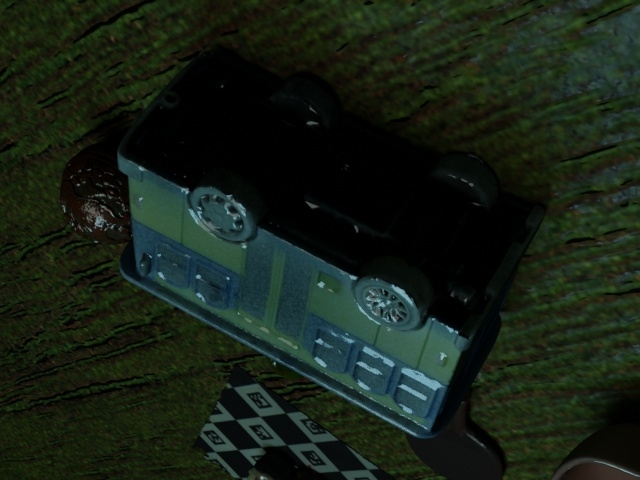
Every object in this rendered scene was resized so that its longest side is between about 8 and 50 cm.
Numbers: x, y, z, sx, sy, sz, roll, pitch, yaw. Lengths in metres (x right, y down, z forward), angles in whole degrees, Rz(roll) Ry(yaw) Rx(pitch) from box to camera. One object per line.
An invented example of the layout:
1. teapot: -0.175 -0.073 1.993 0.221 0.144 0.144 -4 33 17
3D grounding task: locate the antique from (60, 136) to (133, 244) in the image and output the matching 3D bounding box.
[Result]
1. antique: -0.194 -0.043 1.219 0.104 0.104 0.104 24 145 18

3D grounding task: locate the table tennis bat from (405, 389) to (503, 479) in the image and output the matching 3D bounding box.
1. table tennis bat: 0.108 0.228 1.264 0.107 0.119 0.170 22 146 20

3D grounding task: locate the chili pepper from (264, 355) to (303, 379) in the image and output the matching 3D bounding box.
1. chili pepper: -0.068 0.048 1.242 0.073 0.072 0.204 -23 113 42

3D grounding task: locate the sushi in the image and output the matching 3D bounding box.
1. sushi: -0.024 0.296 1.528 0.290 0.050 0.264 35 147 2

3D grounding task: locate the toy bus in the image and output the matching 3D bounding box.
1. toy bus: 0.000 0.000 1.050 0.312 0.152 0.190 27 146 12

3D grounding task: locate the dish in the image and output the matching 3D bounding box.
1. dish: 0.300 0.225 1.115 0.213 0.090 0.213 23 142 19
